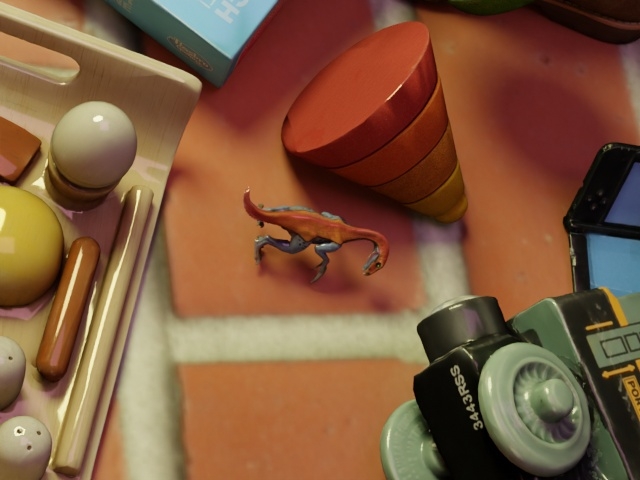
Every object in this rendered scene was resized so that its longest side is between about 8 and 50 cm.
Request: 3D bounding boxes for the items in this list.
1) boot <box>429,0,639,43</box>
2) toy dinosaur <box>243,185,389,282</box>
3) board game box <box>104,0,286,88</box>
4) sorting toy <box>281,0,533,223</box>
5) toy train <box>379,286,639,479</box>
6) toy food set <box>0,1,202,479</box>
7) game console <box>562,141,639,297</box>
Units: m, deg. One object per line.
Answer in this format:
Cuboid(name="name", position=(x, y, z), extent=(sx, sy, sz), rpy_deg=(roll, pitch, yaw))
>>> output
Cuboid(name="boot", position=(0.139, -0.235, 0.972), extent=(0.305, 0.115, 0.112), rpy_deg=(9, 66, -17))
Cuboid(name="toy dinosaur", position=(0.000, 0.000, 0.824), extent=(0.082, 0.090, 0.047), rpy_deg=(2, 78, 11))
Cuboid(name="board game box", position=(-0.067, -0.297, 0.884), extent=(0.242, 0.064, 0.316), rpy_deg=(36, 75, -3))
Cuboid(name="sorting toy", position=(0.146, -0.143, 0.885), extent=(0.365, 0.127, 0.126), rpy_deg=(-43, 114, -5))
Cuboid(name="toy train", position=(0.169, 0.180, 0.774), extent=(0.190, 0.142, 0.334), rpy_deg=(-9, 70, -38))
Cuboid(name="toy food set", position=(-0.198, 0.005, 0.716), extent=(0.220, 0.092, 0.306), rpy_deg=(19, 59, -15))
Cuboid(name="game console", position=(0.240, -0.001, 0.929), extent=(0.122, 0.107, 0.071), rpy_deg=(7, 35, -21))
